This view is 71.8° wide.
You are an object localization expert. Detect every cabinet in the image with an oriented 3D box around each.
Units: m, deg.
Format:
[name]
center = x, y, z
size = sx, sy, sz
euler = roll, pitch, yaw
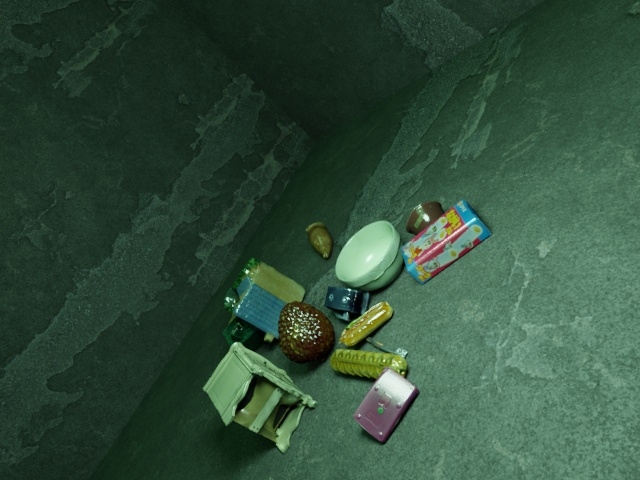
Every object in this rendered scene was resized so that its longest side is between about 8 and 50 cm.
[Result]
[cabinet]
center = -0.231, 0.582, 1.669
size = 0.227, 0.290, 0.318
euler = -56, 25, -13

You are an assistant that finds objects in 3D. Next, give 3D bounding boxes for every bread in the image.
[bread]
center = 0.152, 0.418, 1.499
size = 0.077, 0.084, 0.368
euler = -9, -3, -36

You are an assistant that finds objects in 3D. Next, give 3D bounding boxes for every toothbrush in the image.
[toothbrush]
center = 0.201, 0.365, 1.563
size = 0.031, 0.023, 0.321
euler = -49, 21, -19

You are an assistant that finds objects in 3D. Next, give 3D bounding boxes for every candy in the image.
[candy]
center = 0.444, 0.005, 1.601
size = 0.306, 0.100, 0.157
euler = -42, 21, 20

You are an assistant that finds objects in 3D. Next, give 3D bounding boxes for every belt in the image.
[belt]
center = 0.092, 0.257, 1.816
size = 0.218, 0.122, 0.128
euler = -1, 77, 64

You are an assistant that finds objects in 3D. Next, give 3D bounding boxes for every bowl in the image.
[bowl]
center = 0.222, 0.082, 1.810
size = 0.307, 0.163, 0.307
euler = -40, 23, 21

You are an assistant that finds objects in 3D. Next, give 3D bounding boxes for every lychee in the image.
[lychee]
center = -0.063, 0.371, 1.775
size = 0.236, 0.271, 0.236
euler = -28, -16, -9

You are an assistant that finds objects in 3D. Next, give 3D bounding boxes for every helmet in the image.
[helmet]
center = 0.420, -0.058, 1.721
size = 0.175, 0.155, 0.106
euler = -49, 46, 28

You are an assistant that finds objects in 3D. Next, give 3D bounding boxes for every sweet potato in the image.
[sweet potato]
center = 0.003, 0.000, 2.425
size = 0.131, 0.131, 0.336
euler = -45, 21, 9

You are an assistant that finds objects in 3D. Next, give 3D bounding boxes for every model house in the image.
[model house]
center = -0.325, 0.362, 2.193
size = 0.382, 0.335, 0.342
euler = -47, 17, 34

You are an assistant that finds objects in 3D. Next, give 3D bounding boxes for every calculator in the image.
[calculator]
center = 0.190, 0.482, 1.303
size = 0.127, 0.034, 0.190
euler = 30, 79, 35

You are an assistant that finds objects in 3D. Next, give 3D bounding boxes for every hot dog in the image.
[hot dog]
center = 0.163, 0.310, 1.630
size = 0.236, 0.062, 0.092
euler = -38, 22, -4

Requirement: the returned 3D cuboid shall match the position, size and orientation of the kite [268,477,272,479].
[kite]
center = -0.193, 0.883, 1.464
size = 0.241, 0.014, 0.183
euler = -19, 37, 50
